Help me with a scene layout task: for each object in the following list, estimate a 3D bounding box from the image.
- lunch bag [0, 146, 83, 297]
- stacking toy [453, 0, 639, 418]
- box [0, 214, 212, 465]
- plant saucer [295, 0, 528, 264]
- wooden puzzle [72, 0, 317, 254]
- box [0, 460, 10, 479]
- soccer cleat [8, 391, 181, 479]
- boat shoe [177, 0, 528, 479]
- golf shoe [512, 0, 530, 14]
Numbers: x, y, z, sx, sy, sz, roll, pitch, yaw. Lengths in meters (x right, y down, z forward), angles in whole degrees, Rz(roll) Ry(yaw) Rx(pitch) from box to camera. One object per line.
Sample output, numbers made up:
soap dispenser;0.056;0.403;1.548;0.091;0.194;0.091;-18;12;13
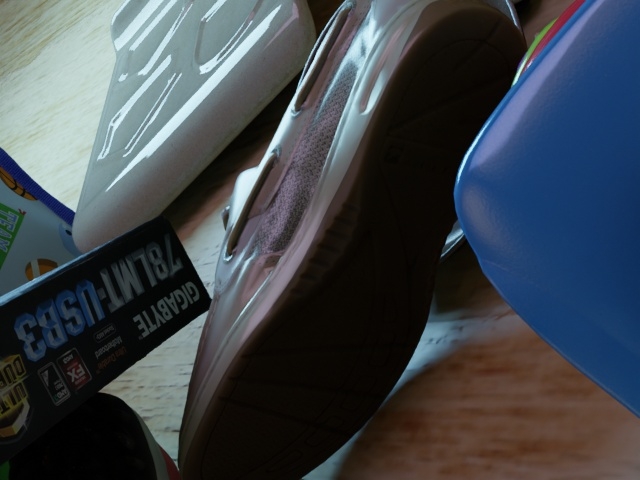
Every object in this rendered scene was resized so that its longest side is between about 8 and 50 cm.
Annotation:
lunch bag;-0.448;0.008;1.195;0.239;0.385;0.328;-39;13;33
stacking toy;0.134;-0.048;0.549;0.166;0.175;0.302;-50;13;10
box;-0.239;0.102;0.731;0.293;0.073;0.295;-27;5;20
plant saucer;0.054;-0.067;0.776;0.198;0.036;0.199;-17;67;47
wooden puzzle;-0.096;-0.178;1.226;0.322;0.080;0.348;-42;32;32
box;-0.226;0.246;0.885;0.231;0.126;0.262;-49;25;13
soccer cleat;-0.076;0.217;0.685;0.108;0.116;0.318;-31;44;1
boat shoe;0.000;0.000;0.711;0.098;0.109;0.302;46;116;48
golf shoe;0.078;-0.149;0.842;0.198;0.077;0.094;-58;24;1
